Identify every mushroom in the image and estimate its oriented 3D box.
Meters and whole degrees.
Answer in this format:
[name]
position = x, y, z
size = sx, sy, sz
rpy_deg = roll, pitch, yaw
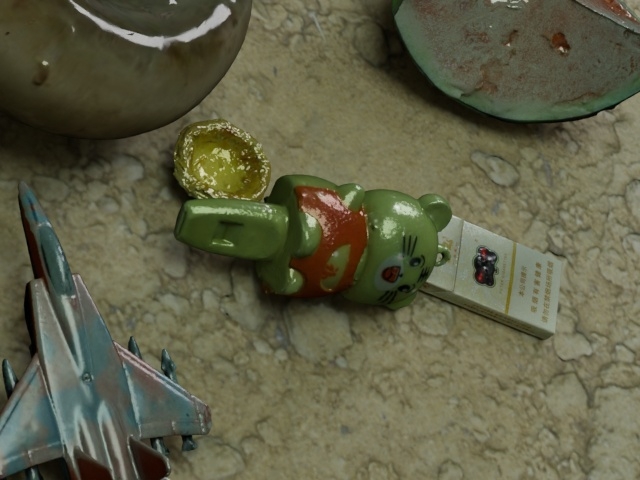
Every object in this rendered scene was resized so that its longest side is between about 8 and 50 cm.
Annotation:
[mushroom]
position = -0.207, -0.275, 1.665
size = 0.362, 0.294, 0.362
rpy_deg = 24, 50, -32

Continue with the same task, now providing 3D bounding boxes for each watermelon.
[watermelon]
position = 0.224, -0.238, 1.964
size = 0.305, 0.180, 0.224
rpy_deg = 23, 70, -18

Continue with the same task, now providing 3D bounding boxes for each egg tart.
[egg tart]
position = -0.099, -0.068, 1.782
size = 0.105, 0.039, 0.105
rpy_deg = 13, 59, -22

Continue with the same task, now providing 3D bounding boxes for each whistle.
[whistle]
position = 0.000, 0.000, 1.747
size = 0.288, 0.131, 0.106
rpy_deg = 7, 33, -27

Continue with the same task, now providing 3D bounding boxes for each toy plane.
[toy plane]
position = -0.217, 0.103, 1.588
size = 0.223, 0.104, 0.326
rpy_deg = -9, 65, -33

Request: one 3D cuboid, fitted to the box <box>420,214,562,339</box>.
[box]
position = 0.170, 0.033, 1.884
size = 0.167, 0.024, 0.090
rpy_deg = 22, 57, -18
